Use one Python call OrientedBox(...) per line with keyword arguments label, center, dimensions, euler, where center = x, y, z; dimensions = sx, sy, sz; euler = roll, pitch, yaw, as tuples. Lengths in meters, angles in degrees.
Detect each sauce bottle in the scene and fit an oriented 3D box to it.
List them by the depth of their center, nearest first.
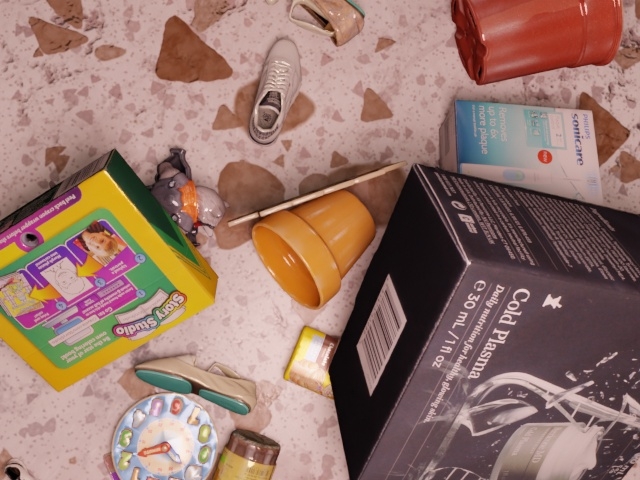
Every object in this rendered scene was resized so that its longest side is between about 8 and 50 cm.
OrientedBox(label="sauce bottle", center=(-0.183, 0.544, 1.277), dimensions=(0.111, 0.111, 0.344), euler=(21, 82, -3))

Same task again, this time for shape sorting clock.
OrientedBox(label="shape sorting clock", center=(-0.305, 0.406, 1.307), dimensions=(0.206, 0.040, 0.206), euler=(1, 84, -9))

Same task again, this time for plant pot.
OrientedBox(label="plant pot", center=(0.000, 0.000, 1.311), dimensions=(0.188, 0.205, 0.205), euler=(-38, 89, -23))
OrientedBox(label="plant pot", center=(0.424, -0.453, 1.359), dimensions=(0.265, 0.272, 0.272), euler=(-17, 87, 2))

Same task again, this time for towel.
OrientedBox(label="towel", center=(-0.389, 0.452, 1.317), dimensions=(0.060, 0.009, 0.083), euler=(-24, 88, -8))

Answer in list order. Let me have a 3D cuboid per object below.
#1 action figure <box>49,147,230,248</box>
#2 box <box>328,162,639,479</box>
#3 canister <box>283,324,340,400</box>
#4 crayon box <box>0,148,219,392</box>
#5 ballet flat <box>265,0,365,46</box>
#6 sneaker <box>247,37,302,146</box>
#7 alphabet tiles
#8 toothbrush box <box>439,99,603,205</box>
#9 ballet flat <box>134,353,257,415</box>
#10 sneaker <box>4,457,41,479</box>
OrientedBox(label="action figure", center=(-0.335, -0.011, 1.284), dimensions=(0.330, 0.178, 0.341), euler=(-14, 85, 3))
OrientedBox(label="box", center=(0.317, 0.179, 1.113), dimensions=(0.471, 0.297, 0.480), euler=(9, 122, -16))
OrientedBox(label="canister", center=(0.023, 0.258, 1.342), dimensions=(0.170, 0.073, 0.126), euler=(23, 83, -2))
OrientedBox(label="crayon box", center=(-0.422, 0.065, 1.192), dimensions=(0.363, 0.106, 0.313), euler=(-29, 118, 10))
OrientedBox(label="ballet flat", center=(-0.053, -0.521, 1.388), dimensions=(0.316, 0.107, 0.106), euler=(37, 90, 0))
OrientedBox(label="sneaker", center=(-0.089, -0.312, 1.369), dimensions=(0.090, 0.095, 0.235), euler=(12, 83, -3))
OrientedBox(label="alphabet tiles", center=(-0.013, -0.088, 1.261), dimensions=(0.342, 0.285, 0.011), euler=(-20, 95, -7))
OrientedBox(label="toothbrush box", center=(0.406, -0.156, 1.366), dimensions=(0.295, 0.126, 0.216), euler=(5, 70, -6))
OrientedBox(label="ballet flat", center=(-0.241, 0.273, 1.319), dimensions=(0.248, 0.086, 0.086), euler=(22, 83, -5))
OrientedBox(label="sneaker", center=(-0.571, 0.471, 1.282), dimensions=(0.109, 0.044, 0.040), euler=(44, 81, -2))
